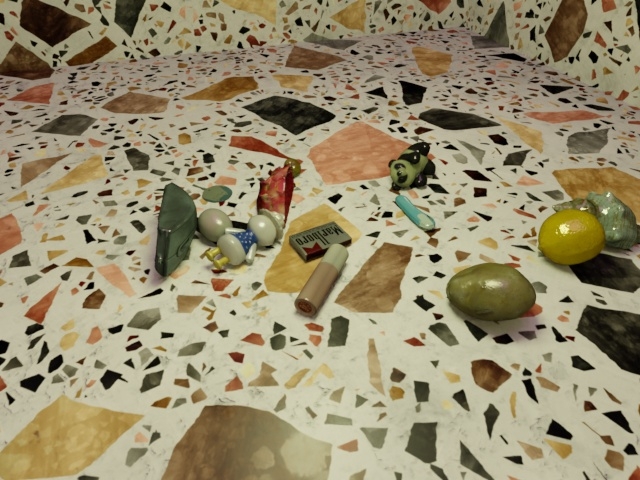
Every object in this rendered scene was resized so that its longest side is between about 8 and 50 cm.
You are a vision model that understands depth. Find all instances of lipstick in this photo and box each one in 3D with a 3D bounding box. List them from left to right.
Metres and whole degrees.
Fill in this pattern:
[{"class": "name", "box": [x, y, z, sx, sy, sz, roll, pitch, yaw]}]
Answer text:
[{"class": "lipstick", "box": [0.008, 0.111, 1.360, 0.070, 0.070, 0.254, 17, 42, 17]}]

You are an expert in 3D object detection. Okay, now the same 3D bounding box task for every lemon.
[{"class": "lemon", "box": [0.781, -0.009, 1.451, 0.203, 0.178, 0.178, -21, 40, 6]}]

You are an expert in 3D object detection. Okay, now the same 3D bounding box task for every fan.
[{"class": "fan", "box": [-0.417, -0.187, 1.752, 0.175, 0.005, 0.113, 20, 43, 21]}]

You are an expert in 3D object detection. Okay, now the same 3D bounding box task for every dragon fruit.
[{"class": "dragon fruit", "box": [-0.163, -0.187, 1.641, 0.126, 0.161, 0.274, 6, 42, 2]}]

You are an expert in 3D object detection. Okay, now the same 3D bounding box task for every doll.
[{"class": "doll", "box": [-0.226, -0.008, 1.469, 0.293, 0.119, 0.138, -37, 77, -30]}, {"class": "doll", "box": [0.357, -0.289, 1.811, 0.135, 0.144, 0.234, -1, 34, 36]}]

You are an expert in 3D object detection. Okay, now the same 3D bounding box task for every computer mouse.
[{"class": "computer mouse", "box": [-0.451, -0.042, 1.445, 0.121, 0.188, 0.371, 6, 35, -14]}]

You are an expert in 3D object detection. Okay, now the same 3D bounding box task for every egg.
[{"class": "egg", "box": [-0.344, -0.050, 1.514, 0.103, 0.103, 0.135, -29, 49, -32]}]

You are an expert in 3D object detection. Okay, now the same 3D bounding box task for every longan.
[{"class": "longan", "box": [-0.113, -0.293, 1.832, 0.075, 0.083, 0.075, -2, 78, 7]}]

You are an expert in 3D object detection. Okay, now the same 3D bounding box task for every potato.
[{"class": "potato", "box": [0.468, 0.142, 1.279, 0.235, 0.160, 0.178, -1, -1, 18]}]

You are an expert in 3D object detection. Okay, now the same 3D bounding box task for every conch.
[{"class": "conch", "box": [0.962, -0.069, 1.537, 0.386, 0.170, 0.203, 7, 53, 8]}]

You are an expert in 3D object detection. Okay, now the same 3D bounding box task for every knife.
[{"class": "knife", "box": [0.336, -0.102, 1.659, 0.064, 0.031, 0.222, -18, 40, -16]}]

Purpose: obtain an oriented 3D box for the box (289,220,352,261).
[{"class": "box", "box": [0.000, 0.000, 1.520, 0.177, 0.036, 0.115, -20, 44, -24]}]
